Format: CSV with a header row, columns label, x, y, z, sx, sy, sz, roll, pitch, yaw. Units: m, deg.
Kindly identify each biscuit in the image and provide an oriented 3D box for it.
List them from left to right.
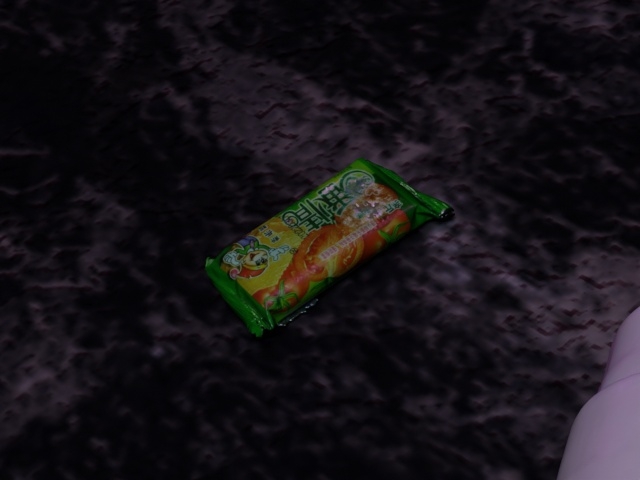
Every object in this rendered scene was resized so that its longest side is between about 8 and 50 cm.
label,x,y,z,sx,sy,sz,roll,pitch,yaw
biscuit,0.000,0.000,0.683,0.089,0.016,0.046,-35,50,-18

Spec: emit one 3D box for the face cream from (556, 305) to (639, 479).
label,x,y,z,sx,sy,sz,roll,pitch,yaw
face cream,0.095,0.129,0.483,0.102,0.102,0.345,7,50,19
